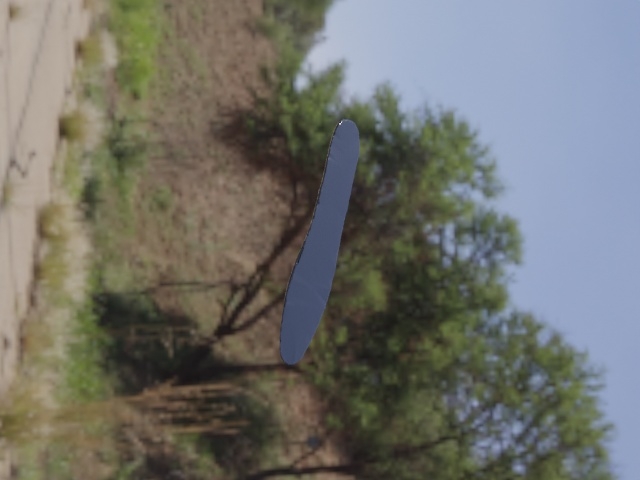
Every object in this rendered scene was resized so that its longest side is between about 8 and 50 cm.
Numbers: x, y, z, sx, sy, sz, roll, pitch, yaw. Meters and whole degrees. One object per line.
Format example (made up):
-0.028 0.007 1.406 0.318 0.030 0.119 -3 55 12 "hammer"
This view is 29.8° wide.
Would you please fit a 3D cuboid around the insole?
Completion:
0.000 0.000 0.712 0.053 0.002 0.153 31 70 -60 "insole"
